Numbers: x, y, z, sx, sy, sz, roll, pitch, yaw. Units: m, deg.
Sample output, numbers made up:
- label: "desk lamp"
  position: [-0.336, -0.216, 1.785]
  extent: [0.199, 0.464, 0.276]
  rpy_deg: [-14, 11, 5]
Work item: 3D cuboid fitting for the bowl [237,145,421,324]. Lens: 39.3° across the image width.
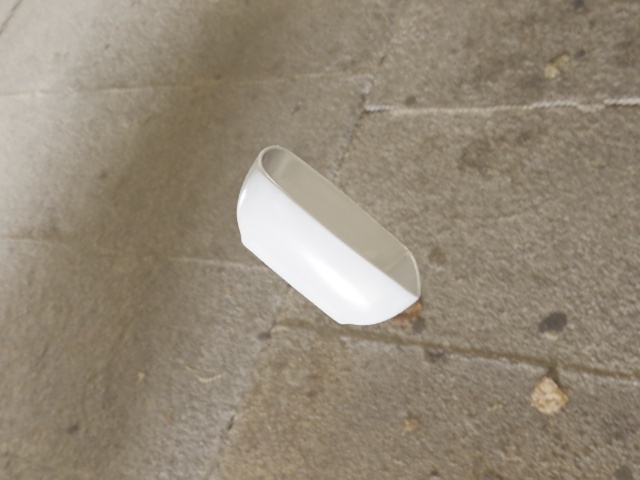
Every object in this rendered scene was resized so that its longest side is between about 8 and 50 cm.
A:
- label: "bowl"
  position: [0.000, 0.000, 0.622]
  extent: [0.053, 0.142, 0.142]
  rpy_deg: [-49, 5, 12]
